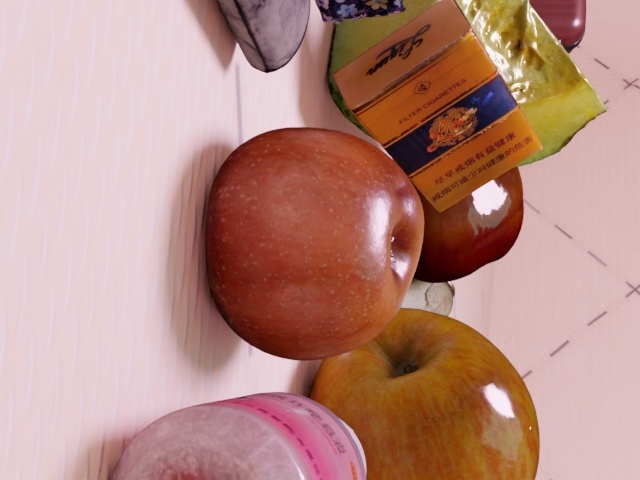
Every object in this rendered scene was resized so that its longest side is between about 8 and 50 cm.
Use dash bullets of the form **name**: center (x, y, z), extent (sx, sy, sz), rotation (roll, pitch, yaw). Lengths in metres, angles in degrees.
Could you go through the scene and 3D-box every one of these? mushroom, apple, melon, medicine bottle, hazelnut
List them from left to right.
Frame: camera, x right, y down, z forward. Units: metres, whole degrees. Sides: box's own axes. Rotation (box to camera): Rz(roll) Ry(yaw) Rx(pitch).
- **medicine bottle**: center (-0.042, 0.182, 0.640), extent (0.247, 0.147, 0.147), rotation (18, 74, -73)
- **apple**: center (0.000, 0.000, 0.729), extent (0.201, 0.162, 0.201), rotation (2, 90, -76)
- **mushroom**: center (0.136, 0.095, 1.312), extent (0.087, 0.107, 0.333), rotation (58, 13, 11)
- **apple**: center (0.106, 0.202, 0.969), extent (0.264, 0.264, 0.264), rotation (1, 90, -74)
- **hazelnut**: center (0.179, -0.051, 1.265), extent (0.229, 0.230, 0.229), rotation (1, 90, -74)
- **melon**: center (0.203, -0.229, 1.118), extent (0.343, 0.226, 0.331), rotation (39, 60, -42)

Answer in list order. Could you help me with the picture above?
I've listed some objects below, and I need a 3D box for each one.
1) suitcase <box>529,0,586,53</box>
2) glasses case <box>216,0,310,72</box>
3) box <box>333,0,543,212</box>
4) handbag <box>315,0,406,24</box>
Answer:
- **suitcase**: center (0.311, -0.439, 1.539), extent (0.161, 0.297, 0.236), rotation (40, 53, -80)
- **glasses case**: center (-0.074, -0.252, 0.633), extent (0.299, 0.060, 0.114), rotation (61, 34, -60)
- **box**: center (0.141, -0.145, 1.001), extent (0.237, 0.152, 0.070), rotation (42, 21, -46)
- **handbag**: center (0.032, -0.357, 0.876), extent (0.228, 0.127, 0.207), rotation (69, 21, -52)
